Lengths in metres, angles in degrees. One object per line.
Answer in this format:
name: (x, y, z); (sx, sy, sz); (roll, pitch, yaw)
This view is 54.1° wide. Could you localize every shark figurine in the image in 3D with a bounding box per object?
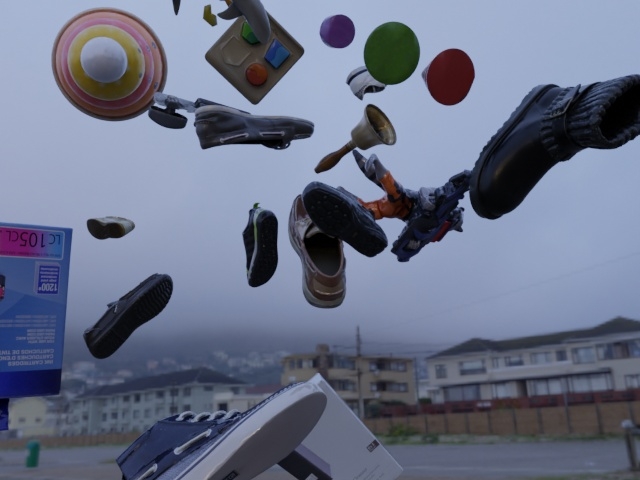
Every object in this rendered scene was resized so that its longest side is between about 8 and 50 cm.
shark figurine: (-0.238, -0.608, 1.524); (0.279, 0.166, 0.116); (18, 3, -7)

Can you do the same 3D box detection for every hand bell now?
hand bell: (0.073, -0.250, 1.688); (0.242, 0.126, 0.126); (-31, -31, 34)

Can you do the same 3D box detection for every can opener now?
can opener: (-0.328, -0.338, 1.723); (0.284, 0.076, 0.095); (12, -60, -26)

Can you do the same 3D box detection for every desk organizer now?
desk organizer: (-0.040, 0.451, 1.277); (0.130, 0.047, 0.050); (40, 8, -10)

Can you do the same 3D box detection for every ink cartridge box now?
ink cartridge box: (-0.643, 0.160, 1.200); (0.270, 0.395, 0.151); (5, -3, -38)

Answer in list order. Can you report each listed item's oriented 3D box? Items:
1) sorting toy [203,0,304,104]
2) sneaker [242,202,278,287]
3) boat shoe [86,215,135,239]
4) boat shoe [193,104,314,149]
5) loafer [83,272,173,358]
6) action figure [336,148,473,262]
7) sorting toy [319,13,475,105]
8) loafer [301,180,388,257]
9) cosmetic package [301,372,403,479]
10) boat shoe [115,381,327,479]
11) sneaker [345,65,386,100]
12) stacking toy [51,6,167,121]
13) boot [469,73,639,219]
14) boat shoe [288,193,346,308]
sorting toy: (-0.230, -0.585, 1.848); (0.307, 0.229, 0.041); (43, 7, -11)
sneaker: (-0.170, 0.011, 1.718); (0.084, 0.234, 0.097); (-6, 25, -41)
boat shoe: (-0.458, -0.029, 1.369); (0.135, 0.050, 0.045); (8, 22, 35)
boat shoe: (-0.153, -0.251, 1.500); (0.335, 0.095, 0.112); (-1, -4, -41)
loafer: (-0.395, 0.138, 1.271); (0.078, 0.220, 0.080); (27, -34, 30)
action figure: (0.232, -0.118, 1.540); (0.330, 0.178, 0.341); (24, -47, -20)
sorting toy: (0.153, -0.398, 1.358); (0.366, 0.127, 0.126); (14, 11, -23)
loafer: (0.040, -0.044, 1.124); (0.076, 0.078, 0.223); (-38, -45, 18)
cosmetic package: (0.046, 0.628, 1.952); (0.217, 0.385, 0.156); (-44, 2, -7)
boat shoe: (-0.163, 0.306, 0.988); (0.341, 0.158, 0.127); (-35, -42, -18)
sneaker: (0.201, -0.540, 2.058); (0.235, 0.094, 0.090); (-30, -18, -9)
stacking toy: (-0.613, -0.503, 1.805); (0.351, 0.350, 0.480); (3, 15, -17)
boot: (0.467, -0.181, 1.244); (0.131, 0.347, 0.260); (33, -4, -28)
boat shoe: (0.000, 0.000, 1.432); (0.123, 0.324, 0.116); (-6, -41, -14)
